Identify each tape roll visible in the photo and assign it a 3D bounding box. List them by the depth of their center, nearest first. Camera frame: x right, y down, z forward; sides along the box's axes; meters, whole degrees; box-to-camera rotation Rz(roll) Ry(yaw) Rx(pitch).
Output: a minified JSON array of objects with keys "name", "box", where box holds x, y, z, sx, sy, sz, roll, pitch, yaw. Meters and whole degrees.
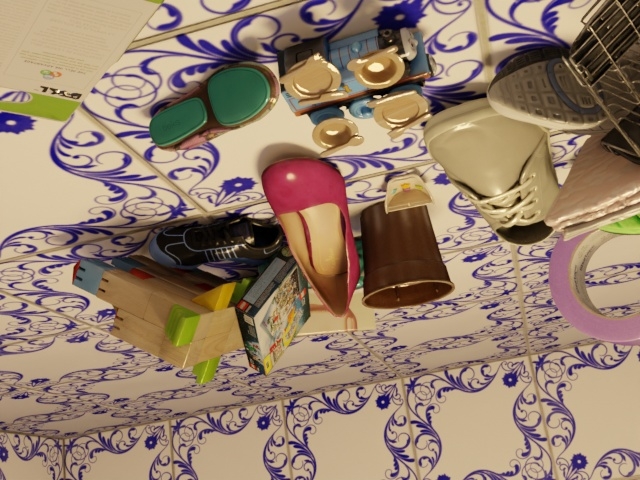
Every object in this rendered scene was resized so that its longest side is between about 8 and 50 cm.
[{"name":"tape roll","box":[0.598,0.067,1.610,0.275,0.274,0.090,-21,156,31]}]

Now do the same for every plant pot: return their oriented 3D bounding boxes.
[{"name":"plant pot","box":[0.145,0.022,1.467,0.167,0.165,0.167,-7,161,-2]}]

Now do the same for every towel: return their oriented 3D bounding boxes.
[{"name":"towel","box":[0.483,-0.134,1.078,0.332,0.053,0.317,-24,-164,40]}]

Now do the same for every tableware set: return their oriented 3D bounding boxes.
[{"name":"tableware set","box":[0.042,-0.159,0.926,0.141,0.020,0.168,-16,145,15]}]

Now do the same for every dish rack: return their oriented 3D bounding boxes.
[{"name":"dish rack","box":[0.378,-0.215,0.916,0.208,0.074,0.271,-46,134,10]}]

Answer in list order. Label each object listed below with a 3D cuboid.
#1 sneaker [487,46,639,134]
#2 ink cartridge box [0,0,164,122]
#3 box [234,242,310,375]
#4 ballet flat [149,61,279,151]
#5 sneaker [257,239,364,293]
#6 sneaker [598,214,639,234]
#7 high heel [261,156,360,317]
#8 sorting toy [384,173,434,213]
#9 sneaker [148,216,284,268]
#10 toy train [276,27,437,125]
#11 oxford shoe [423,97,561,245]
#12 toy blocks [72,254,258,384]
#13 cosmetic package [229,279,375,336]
[{"name":"sneaker","box":[0.348,-0.179,1.085,0.297,0.111,0.129,0,164,-20]},{"name":"ink cartridge box","box":[-0.279,-0.216,0.741,0.189,0.097,0.255,6,158,-36]},{"name":"box","box":[-0.083,0.132,1.515,0.044,0.159,0.233,27,150,19]},{"name":"ballet flat","box":[-0.118,-0.163,1.003,0.222,0.076,0.079,-18,177,38]},{"name":"sneaker","box":[0.013,0.047,1.589,0.275,0.107,0.110,-11,152,7]},{"name":"sneaker","box":[0.634,-0.112,1.265,0.483,0.185,0.202,-18,154,28]},{"name":"high heel","box":[0.000,0.000,1.321,0.127,0.181,0.377,-13,160,13]},{"name":"sorting toy","box":[0.142,-0.086,1.356,0.083,0.044,0.075,-11,153,9]},{"name":"sneaker","box":[-0.175,-0.004,1.411,0.232,0.081,0.090,-1,151,-29]},{"name":"toy train","box":[0.041,-0.194,0.957,0.184,0.080,0.105,-14,154,15]},{"name":"oxford shoe","box":[0.288,-0.094,1.261,0.169,0.130,0.449,-15,158,22]},{"name":"toy blocks","box":[-0.271,0.111,1.462,0.261,0.190,0.381,22,-172,17]},{"name":"cosmetic package","box":[-0.047,0.140,1.734,0.296,0.129,0.153,-4,174,-12]}]
